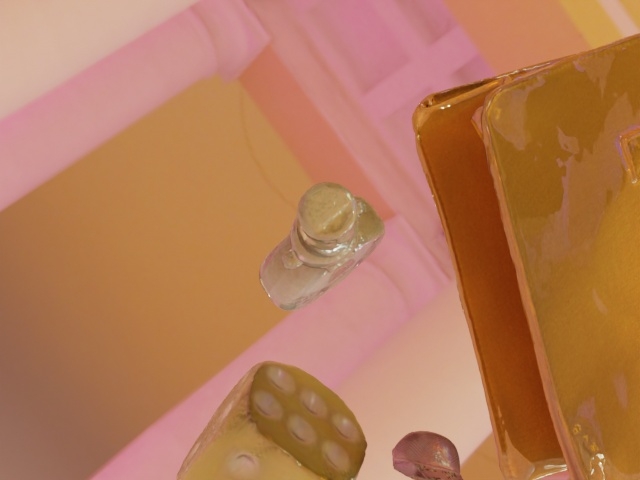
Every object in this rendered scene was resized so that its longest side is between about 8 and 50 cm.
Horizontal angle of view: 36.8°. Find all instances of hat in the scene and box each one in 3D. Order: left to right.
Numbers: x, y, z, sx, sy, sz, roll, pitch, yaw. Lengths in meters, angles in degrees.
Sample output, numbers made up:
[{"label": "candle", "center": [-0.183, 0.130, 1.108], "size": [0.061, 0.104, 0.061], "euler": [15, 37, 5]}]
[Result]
[{"label": "hat", "center": [0.099, 0.181, 0.759], "size": [0.087, 0.042, 0.058], "euler": [27, -20, 28]}]

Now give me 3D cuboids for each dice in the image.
[{"label": "dice", "center": [-0.058, 0.262, 1.149], "size": [0.169, 0.166, 0.169], "euler": [36, -63, -5]}]

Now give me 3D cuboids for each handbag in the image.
[{"label": "handbag", "center": [0.253, 0.024, 0.923], "size": [0.133, 0.283, 0.401], "euler": [-5, -75, 57]}]

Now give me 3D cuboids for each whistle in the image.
[{"label": "whistle", "center": [0.000, 0.000, 0.825], "size": [0.067, 0.126, 0.258], "euler": [50, -7, 7]}]

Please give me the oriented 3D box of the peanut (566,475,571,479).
[{"label": "peanut", "center": [0.403, 0.327, 1.262], "size": [0.152, 0.152, 0.313], "euler": [31, -66, 34]}]
